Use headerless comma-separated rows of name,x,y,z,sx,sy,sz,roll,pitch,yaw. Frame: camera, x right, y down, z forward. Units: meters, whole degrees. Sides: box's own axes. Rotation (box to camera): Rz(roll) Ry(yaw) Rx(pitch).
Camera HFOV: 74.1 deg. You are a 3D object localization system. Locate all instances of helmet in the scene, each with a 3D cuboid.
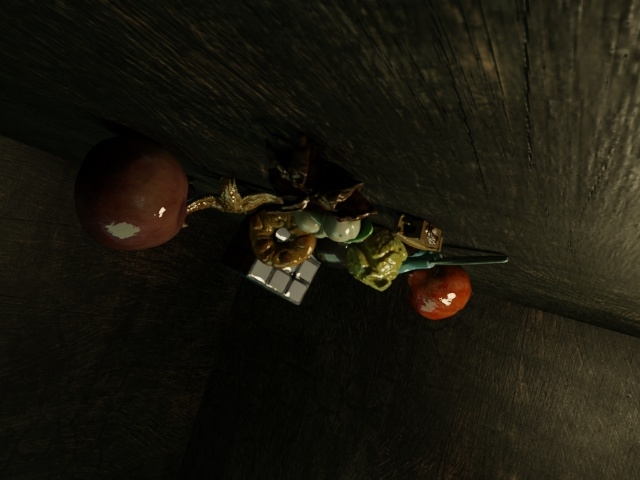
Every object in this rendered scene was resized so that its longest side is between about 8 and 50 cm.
helmet,0.071,0.025,1.548,0.278,0.161,0.230,20,174,-21

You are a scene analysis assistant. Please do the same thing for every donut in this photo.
donut,-0.120,-0.016,1.381,0.226,0.227,0.114,17,-175,10

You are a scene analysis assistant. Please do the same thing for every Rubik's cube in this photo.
Rubik's cube,-0.199,0.061,1.837,0.301,0.304,0.305,35,169,-32

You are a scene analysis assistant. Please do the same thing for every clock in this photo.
clock,0.024,-0.052,1.056,0.230,0.104,0.144,13,173,31

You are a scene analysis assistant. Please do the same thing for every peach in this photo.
peach,0.417,0.164,1.563,0.256,0.233,0.232,22,174,-33

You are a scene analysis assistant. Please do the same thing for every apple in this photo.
apple,-0.450,-0.114,1.046,0.234,0.306,0.305,7,178,-11

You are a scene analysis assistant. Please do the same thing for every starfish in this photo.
starfish,-0.274,-0.110,1.245,0.302,0.113,0.312,-8,178,-23

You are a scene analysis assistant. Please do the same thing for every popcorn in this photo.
popcorn,0.168,0.046,1.280,0.167,0.186,0.187,41,-174,1

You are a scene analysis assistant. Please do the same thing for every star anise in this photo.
star anise,-0.005,-0.090,0.685,0.195,0.111,0.212,11,172,-21

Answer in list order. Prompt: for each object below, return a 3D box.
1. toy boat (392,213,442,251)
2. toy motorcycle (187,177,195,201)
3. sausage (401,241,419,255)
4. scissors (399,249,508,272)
toy boat,0.240,-0.013,1.002,0.077,0.057,0.200,6,170,40
toy motorcycle,-0.554,-0.207,1.484,0.228,0.130,0.094,4,160,-21
sausage,0.155,-0.013,1.389,0.347,0.054,0.053,17,176,5
scissors,0.363,0.060,1.262,0.192,0.029,0.447,-22,-172,-28
